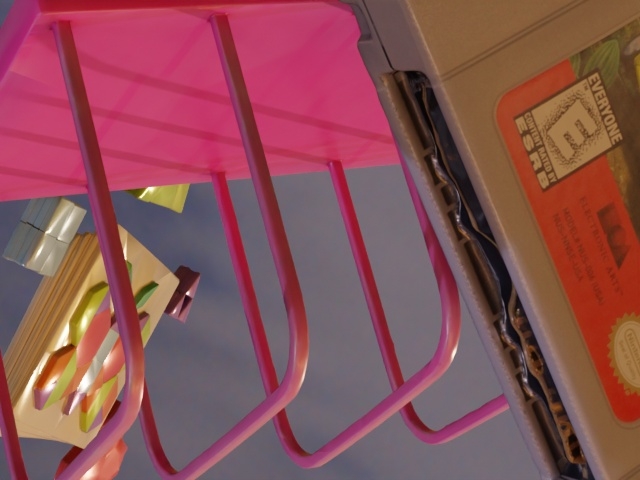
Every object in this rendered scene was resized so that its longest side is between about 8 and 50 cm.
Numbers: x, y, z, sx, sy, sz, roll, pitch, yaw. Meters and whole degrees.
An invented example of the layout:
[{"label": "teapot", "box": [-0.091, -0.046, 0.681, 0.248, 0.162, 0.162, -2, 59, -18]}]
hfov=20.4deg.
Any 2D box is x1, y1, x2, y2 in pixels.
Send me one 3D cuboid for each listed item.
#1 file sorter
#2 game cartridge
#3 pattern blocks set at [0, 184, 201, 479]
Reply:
[{"label": "file sorter", "box": [0.000, 0.000, 0.804, 0.291, 0.202, 0.182, -6, -108, -27]}, {"label": "game cartridge", "box": [0.138, -0.027, 0.710, 0.196, 0.060, 0.294, -33, -72, -27]}, {"label": "pattern blocks set", "box": [-0.151, 0.068, 1.140, 0.026, 0.285, 0.325, 26, -172, 14]}]
